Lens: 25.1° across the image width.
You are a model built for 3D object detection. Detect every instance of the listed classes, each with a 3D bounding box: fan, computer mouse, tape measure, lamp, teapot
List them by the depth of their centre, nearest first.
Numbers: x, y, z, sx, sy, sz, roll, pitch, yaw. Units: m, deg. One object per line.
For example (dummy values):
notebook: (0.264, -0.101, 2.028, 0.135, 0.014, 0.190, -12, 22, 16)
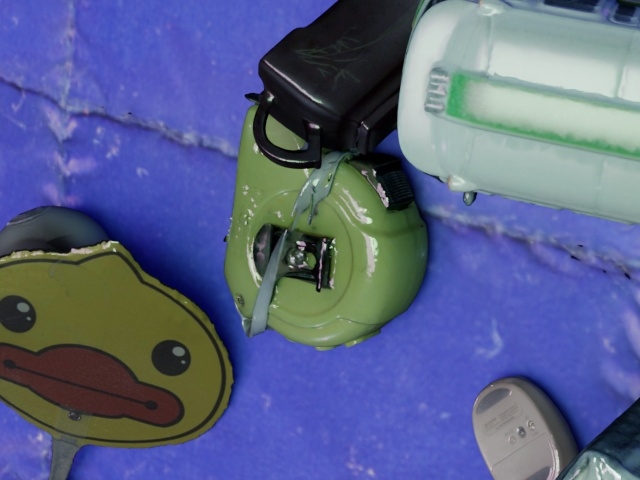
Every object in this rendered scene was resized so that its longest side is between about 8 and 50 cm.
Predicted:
teapot: (0.033, -0.108, 0.951, 0.177, 0.087, 0.096, -41, 80, -12)
computer mouse: (0.145, 0.140, 0.992, 0.066, 0.039, 0.096, -39, 64, 32)
tape measure: (0.000, 0.000, 1.025, 0.154, 0.087, 0.177, 21, 114, 27)
lamp: (-0.216, 0.023, 1.156, 0.105, 0.105, 0.105, 8, 105, 31)
fan: (-0.191, 0.120, 1.158, 0.230, 0.011, 0.335, 17, 132, -4)

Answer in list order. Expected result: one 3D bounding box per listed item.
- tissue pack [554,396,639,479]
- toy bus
tissue pack: (0.179, 0.168, 0.844, 0.081, 0.257, 0.185, 40, 118, 17)
toy bus: (0.178, -0.076, 0.822, 0.276, 0.165, 0.133, 12, 106, 13)
